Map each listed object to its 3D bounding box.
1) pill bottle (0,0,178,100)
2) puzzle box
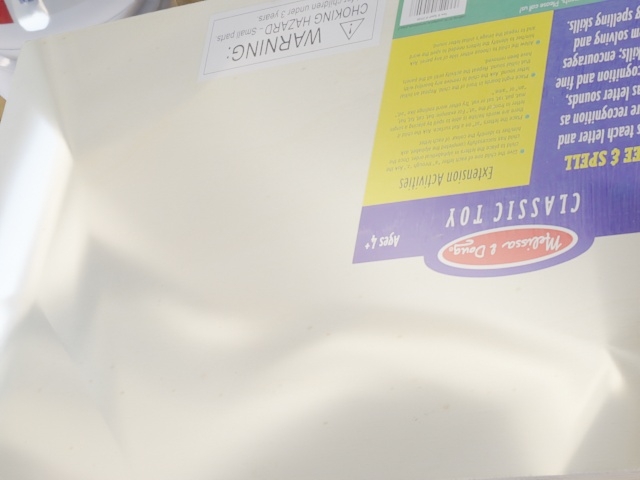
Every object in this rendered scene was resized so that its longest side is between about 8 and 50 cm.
[{"bbox_3d":[-0.246,-0.300,1.465,0.229,0.408,0.229,-9,-133,10],"label":"pill bottle"},{"bbox_3d":[0.000,0.000,0.868,0.409,0.052,0.272,-7,-121,32],"label":"puzzle box"}]
